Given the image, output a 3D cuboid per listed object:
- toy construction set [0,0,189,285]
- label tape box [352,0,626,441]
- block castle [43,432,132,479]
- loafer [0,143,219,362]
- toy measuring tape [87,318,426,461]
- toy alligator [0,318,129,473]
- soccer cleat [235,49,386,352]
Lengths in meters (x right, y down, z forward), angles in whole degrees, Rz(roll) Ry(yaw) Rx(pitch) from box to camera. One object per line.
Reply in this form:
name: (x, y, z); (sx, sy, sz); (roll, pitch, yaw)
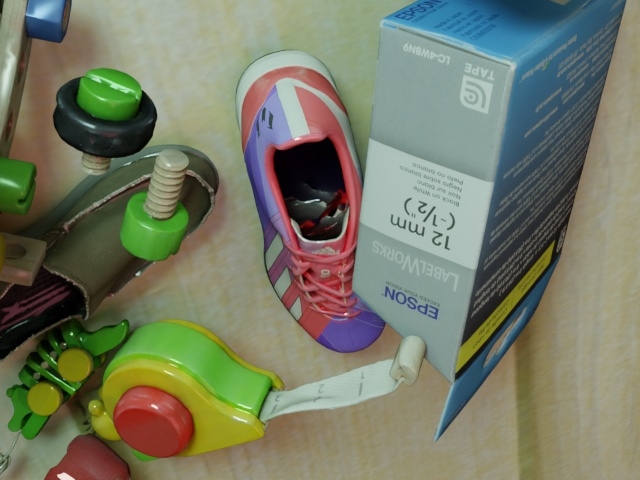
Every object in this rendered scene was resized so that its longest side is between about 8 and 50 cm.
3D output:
toy construction set: (-0.275, -0.025, 0.607); (0.308, 0.257, 0.237); (-3, 133, -29)
label tape box: (0.134, -0.044, 0.850); (0.249, 0.115, 0.348); (-39, 145, -46)
block castle: (-0.278, 0.341, 0.738); (0.303, 0.212, 0.453); (-63, 172, 10)
loafer: (-0.181, 0.020, 0.788); (0.251, 0.087, 0.094); (-35, 133, -5)
toy measuring tape: (-0.078, 0.107, 0.841); (0.330, 0.121, 0.121); (-20, 142, 30)
toy alligator: (-0.239, 0.125, 0.859); (0.051, 0.056, 0.190); (43, 98, -1)
soccer cleat: (0.000, 0.000, 0.852); (0.108, 0.116, 0.318); (-14, 129, 0)
